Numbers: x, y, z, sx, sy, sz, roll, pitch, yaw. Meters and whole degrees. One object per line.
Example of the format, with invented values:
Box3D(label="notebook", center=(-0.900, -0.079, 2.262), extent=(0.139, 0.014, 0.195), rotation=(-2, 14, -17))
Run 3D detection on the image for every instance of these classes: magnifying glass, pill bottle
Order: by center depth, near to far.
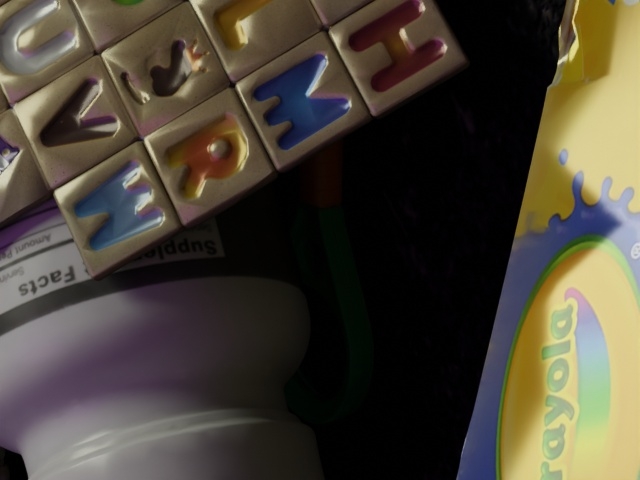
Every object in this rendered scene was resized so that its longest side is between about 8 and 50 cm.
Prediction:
Box3D(label="pill bottle", center=(-0.124, 0.003, 1.140), extent=(0.210, 0.210, 0.363), rotation=(-39, 61, 51))
Box3D(label="magnifying glass", center=(0.000, 0.000, 1.163), extent=(0.092, 0.026, 0.231), rotation=(23, 120, 49))

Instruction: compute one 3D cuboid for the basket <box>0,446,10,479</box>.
Box3D(label="basket", center=(-0.445, 0.119, 1.569), extent=(0.331, 0.266, 0.328), rotation=(27, 127, 47))

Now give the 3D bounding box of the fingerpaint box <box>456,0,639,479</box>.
Box3D(label="fingerpaint box", center=(0.250, -0.073, 0.544), extent=(0.371, 0.163, 0.445), rotation=(-1, 72, 53))

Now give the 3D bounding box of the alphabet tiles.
Box3D(label="alphabet tiles", center=(-0.082, -0.153, 1.045), extent=(0.342, 0.011, 0.285), rotation=(-30, 69, 9))
